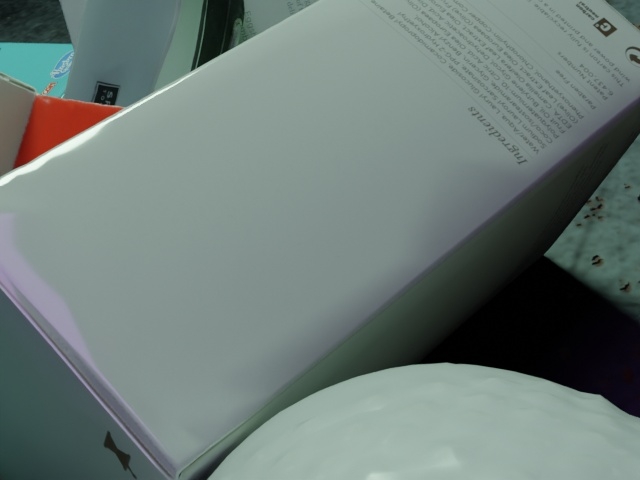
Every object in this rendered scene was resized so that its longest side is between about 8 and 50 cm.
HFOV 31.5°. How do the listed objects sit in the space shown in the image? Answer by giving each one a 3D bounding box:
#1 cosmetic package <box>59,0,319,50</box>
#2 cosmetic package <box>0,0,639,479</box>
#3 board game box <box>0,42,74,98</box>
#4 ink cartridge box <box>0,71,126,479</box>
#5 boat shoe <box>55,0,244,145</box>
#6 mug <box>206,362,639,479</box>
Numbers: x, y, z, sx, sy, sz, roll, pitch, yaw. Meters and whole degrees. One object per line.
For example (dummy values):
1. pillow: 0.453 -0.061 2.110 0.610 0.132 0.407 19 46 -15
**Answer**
1. cosmetic package: -0.062 -0.191 0.839 0.224 0.224 0.138 -15 2 19
2. cosmetic package: 0.000 0.000 0.589 0.365 0.197 0.155 -34 73 -34
3. board game box: -0.357 -0.062 0.946 0.336 0.079 0.254 6 48 28
4. ink cartridge box: -0.231 0.028 0.692 0.238 0.060 0.275 12 85 33
5. boat shoe: -0.127 -0.036 0.748 0.113 0.105 0.306 14 91 34
6. mug: 0.016 0.196 0.308 0.374 0.276 0.328 -2 29 -12
